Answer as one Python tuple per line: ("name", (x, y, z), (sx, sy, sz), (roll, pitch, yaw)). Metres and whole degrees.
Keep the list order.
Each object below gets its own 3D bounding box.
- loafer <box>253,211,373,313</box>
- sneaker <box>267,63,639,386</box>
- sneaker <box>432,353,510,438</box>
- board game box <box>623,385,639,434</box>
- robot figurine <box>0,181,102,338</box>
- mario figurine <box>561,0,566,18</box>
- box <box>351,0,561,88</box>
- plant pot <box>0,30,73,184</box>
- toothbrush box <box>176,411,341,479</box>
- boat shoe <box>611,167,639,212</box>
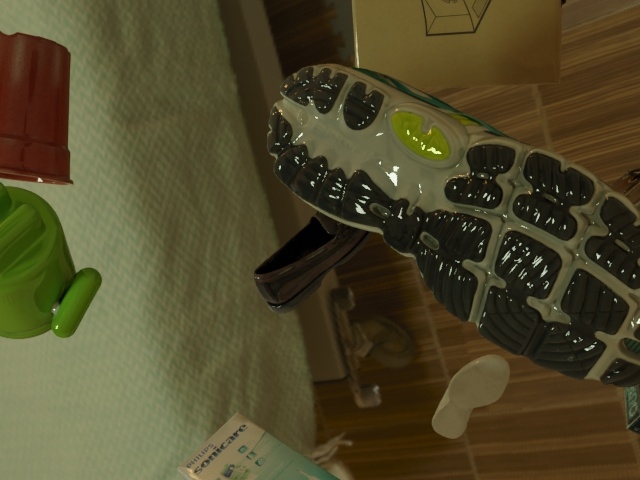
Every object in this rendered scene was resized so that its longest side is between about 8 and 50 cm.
("loafer", (0.000, 0.000, 1.565), (0.109, 0.302, 0.095), (23, 154, 52))
("sneaker", (0.096, -0.028, 0.491), (0.275, 0.110, 0.107), (39, 121, 25))
("sneaker", (0.251, 0.239, 1.429), (0.080, 0.094, 0.212), (30, 134, 1))
("board game box", (0.350, 0.128, 0.824), (0.126, 0.186, 0.026), (24, 130, -3))
("robot figurine", (-0.177, 0.014, 0.488), (0.101, 0.067, 0.115), (33, 152, 12))
("mario figurine", (0.277, -0.315, 0.912), (0.320, 0.198, 0.170), (-39, 80, 15))
("box", (0.101, -0.219, 0.660), (0.164, 0.021, 0.201), (0, 106, 16))
("plant pot", (-0.601, -0.256, 1.658), (0.272, 0.272, 0.265), (7, 89, 31))
("toothbrush box", (-0.035, 0.400, 1.171), (0.295, 0.126, 0.216), (23, 143, 43))
("boat shoe", (0.399, -0.042, 1.056), (0.110, 0.307, 0.105), (0, 69, -1))
